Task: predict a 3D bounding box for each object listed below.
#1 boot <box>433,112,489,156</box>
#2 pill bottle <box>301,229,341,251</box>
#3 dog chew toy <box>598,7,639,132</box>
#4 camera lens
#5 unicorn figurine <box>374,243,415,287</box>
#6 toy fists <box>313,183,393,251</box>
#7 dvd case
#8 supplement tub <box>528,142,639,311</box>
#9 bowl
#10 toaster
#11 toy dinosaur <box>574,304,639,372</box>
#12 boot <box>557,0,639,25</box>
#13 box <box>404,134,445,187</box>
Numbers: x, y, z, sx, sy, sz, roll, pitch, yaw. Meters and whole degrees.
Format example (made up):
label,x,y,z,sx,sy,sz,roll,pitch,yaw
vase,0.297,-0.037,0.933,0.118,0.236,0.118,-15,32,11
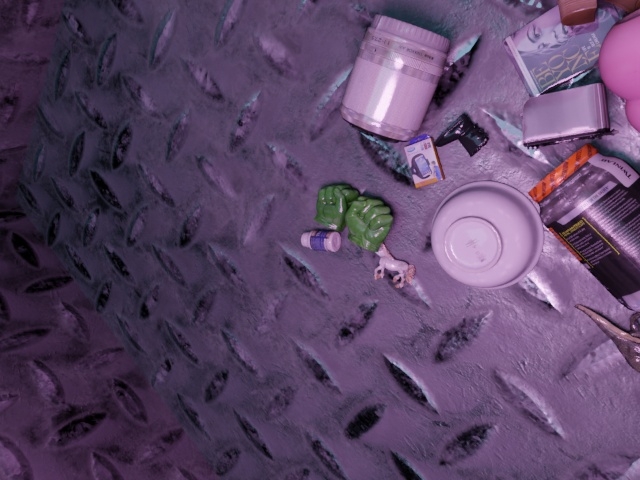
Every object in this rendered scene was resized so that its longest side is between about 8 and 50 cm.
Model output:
label,x,y,z,sx,sy,sz,roll,pitch,yaw
boot,0.371,-0.262,1.212,0.099,0.045,0.121,50,124,7
pill bottle,0.000,0.000,1.497,0.120,0.067,0.066,4,103,32
dog chew toy,0.692,-0.296,0.902,0.207,0.206,0.331,-22,105,35
camera lens,0.186,-0.406,1.189,0.219,0.219,0.274,31,116,24
unicorn figurine,0.206,0.071,1.378,0.162,0.111,0.060,26,155,3
toy fists,0.092,-0.083,1.380,0.279,0.096,0.142,31,105,39
dvd case,0.557,-0.453,1.059,0.221,0.018,0.164,-27,86,35
supplement tub,0.631,-0.034,0.994,0.338,0.207,0.207,51,122,12
bowl,0.407,0.000,1.194,0.298,0.134,0.297,8,105,32
toaster,0.546,-0.268,1.018,0.186,0.168,0.110,-4,98,34
toy dinosaur,0.738,0.232,1.078,0.268,0.064,0.118,52,129,16
boot,0.634,-0.572,0.944,0.284,0.109,0.220,0,85,25
box,0.287,-0.222,1.283,0.081,0.028,0.136,-16,94,35
